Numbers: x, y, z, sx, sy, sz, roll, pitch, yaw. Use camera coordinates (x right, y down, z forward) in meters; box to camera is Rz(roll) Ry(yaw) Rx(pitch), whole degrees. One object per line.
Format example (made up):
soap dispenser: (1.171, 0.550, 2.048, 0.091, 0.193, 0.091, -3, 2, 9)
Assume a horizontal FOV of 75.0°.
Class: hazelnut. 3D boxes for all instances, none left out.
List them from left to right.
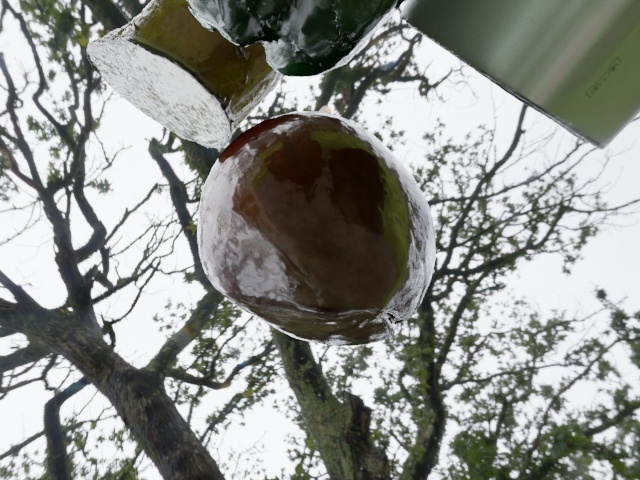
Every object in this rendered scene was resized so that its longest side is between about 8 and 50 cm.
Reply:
hazelnut: (0.000, 0.000, 0.682, 0.409, 0.359, 0.359, 37, -116, -26)

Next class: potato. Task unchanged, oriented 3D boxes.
potato: (-0.230, -0.386, 0.856, 0.295, 0.397, 0.290, -57, -47, -15)

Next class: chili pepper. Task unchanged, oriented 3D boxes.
chili pepper: (-0.025, -0.317, 0.420, 0.234, 0.257, 0.248, 18, -134, -33)

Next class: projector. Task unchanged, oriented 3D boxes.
projector: (0.277, -0.281, 0.456, 0.249, 0.249, 0.248, 6, -141, -38)
